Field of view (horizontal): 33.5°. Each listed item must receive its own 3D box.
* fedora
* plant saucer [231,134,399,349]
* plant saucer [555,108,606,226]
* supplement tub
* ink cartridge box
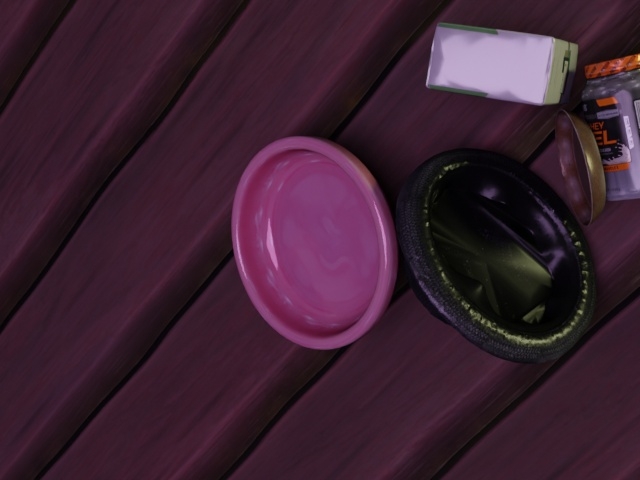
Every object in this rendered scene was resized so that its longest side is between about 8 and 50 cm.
[{"bbox_3d":[0.231,0.036,1.543,0.334,0.334,0.152,54,148,5],"label":"fedora"},{"bbox_3d":[0.000,0.000,1.648,0.332,0.084,0.332,12,108,40],"label":"plant saucer"},{"bbox_3d":[0.364,-0.103,1.482,0.029,0.168,0.168,-12,97,2],"label":"plant saucer"},{"bbox_3d":[0.426,-0.157,1.462,0.117,0.117,0.190,-11,96,24],"label":"supplement tub"},{"bbox_3d":[0.255,-0.240,1.462,0.160,0.219,0.092,12,102,19],"label":"ink cartridge box"}]
